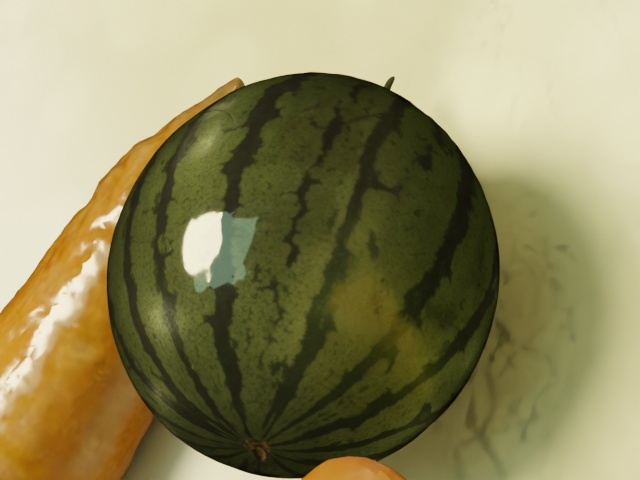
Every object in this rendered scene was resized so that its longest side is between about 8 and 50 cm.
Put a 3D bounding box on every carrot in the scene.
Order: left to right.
[{"bbox_3d":[-0.080,0.036,0.583,0.072,0.072,0.205,32,93,45],"label":"carrot"}]

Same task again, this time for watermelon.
[{"bbox_3d":[0.000,0.000,0.505,0.105,0.105,0.133,-8,44,40],"label":"watermelon"}]

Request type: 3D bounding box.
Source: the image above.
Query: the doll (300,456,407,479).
[{"bbox_3d":[0.024,0.162,0.333,0.221,0.221,0.251,-21,59,35],"label":"doll"}]
